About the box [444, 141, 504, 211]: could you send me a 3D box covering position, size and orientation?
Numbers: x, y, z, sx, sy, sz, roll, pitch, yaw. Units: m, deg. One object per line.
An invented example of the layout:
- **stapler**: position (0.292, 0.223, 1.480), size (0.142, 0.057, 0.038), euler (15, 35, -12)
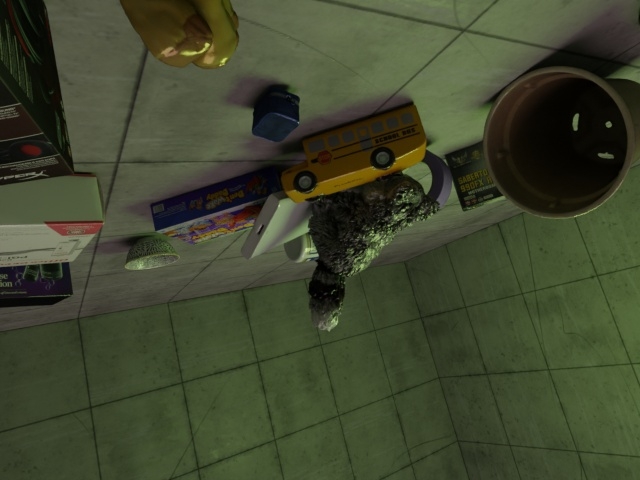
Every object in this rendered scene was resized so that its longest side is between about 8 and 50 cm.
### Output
- **box**: position (0.519, -0.210, 1.366), size (0.231, 0.182, 0.056), euler (-18, 169, 17)

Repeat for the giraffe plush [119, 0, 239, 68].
- **giraffe plush**: position (-0.111, -0.285, 0.396), size (0.171, 0.181, 0.210), euler (-30, 129, 21)

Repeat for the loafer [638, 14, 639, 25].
- **loafer**: position (0.636, -0.405, 0.808), size (0.088, 0.094, 0.251), euler (-17, 169, 32)

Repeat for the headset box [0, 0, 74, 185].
- **headset box**: position (-0.305, -0.195, 0.347), size (0.110, 0.217, 0.293), euler (-13, 168, -16)

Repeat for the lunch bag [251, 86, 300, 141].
- **lunch bag**: position (-0.080, -0.234, 0.821), size (0.067, 0.065, 0.098), euler (13, 155, -34)

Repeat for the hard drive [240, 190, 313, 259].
- **hard drive**: position (-0.074, -0.071, 1.237), size (0.308, 0.040, 0.203), euler (-27, 154, -55)

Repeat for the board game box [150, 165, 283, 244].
- **board game box**: position (-0.252, -0.087, 1.259), size (0.348, 0.078, 0.233), euler (-16, 168, 8)

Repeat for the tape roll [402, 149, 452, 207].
- **tape roll**: position (0.267, -0.162, 1.268), size (0.189, 0.188, 0.080), euler (-21, 166, 29)

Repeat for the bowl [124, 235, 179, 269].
- **bowl**: position (-0.551, 0.034, 1.460), size (0.170, 0.080, 0.170), euler (-14, 169, -3)

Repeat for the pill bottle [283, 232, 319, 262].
- **pill bottle**: position (0.000, 0.000, 1.790), size (0.265, 0.153, 0.153), euler (-6, 165, -35)

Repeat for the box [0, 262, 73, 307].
- **box**: position (-0.762, 0.064, 1.092), size (0.103, 0.184, 0.261), euler (-23, 166, 25)

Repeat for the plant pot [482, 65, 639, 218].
- **plant pot**: position (0.623, -0.251, 1.068), size (0.306, 0.333, 0.334), euler (-20, 173, -31)

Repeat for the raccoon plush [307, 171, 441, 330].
- **raccoon plush**: position (0.144, 0.028, 1.179), size (0.299, 0.445, 0.216), euler (3, -176, 45)

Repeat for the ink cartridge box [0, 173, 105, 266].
- **ink cartridge box**: position (-0.610, -0.037, 0.961), size (0.207, 0.117, 0.283), euler (-4, 164, -41)

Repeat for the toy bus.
- **toy bus**: position (0.073, -0.191, 1.038), size (0.333, 0.130, 0.108), euler (-16, 169, 8)
